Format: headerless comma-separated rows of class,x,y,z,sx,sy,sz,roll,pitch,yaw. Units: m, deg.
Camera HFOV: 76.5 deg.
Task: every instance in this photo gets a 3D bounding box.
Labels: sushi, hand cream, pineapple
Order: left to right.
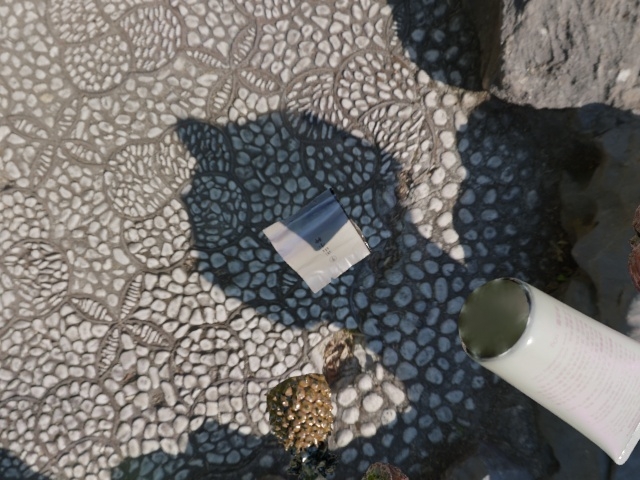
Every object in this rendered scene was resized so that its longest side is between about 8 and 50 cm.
pineapple,-0.039,0.599,1.238,0.223,0.223,0.356,-17,68,1
sushi,0.194,0.727,1.122,0.108,0.241,0.161,35,80,-16
hand cream,0.356,0.176,0.569,0.359,0.118,0.185,31,87,-17

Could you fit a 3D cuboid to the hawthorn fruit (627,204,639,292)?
hawthorn fruit,0.457,0.011,0.433,0.204,0.163,0.162,9,83,29

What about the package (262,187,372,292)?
package,0.000,0.000,1.047,0.204,0.062,0.250,-33,127,3
